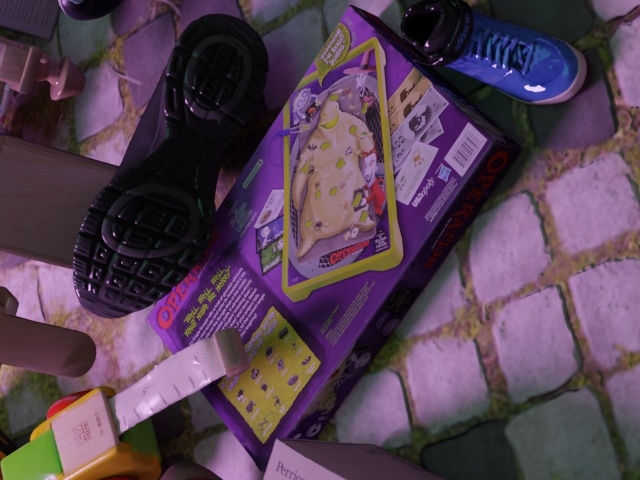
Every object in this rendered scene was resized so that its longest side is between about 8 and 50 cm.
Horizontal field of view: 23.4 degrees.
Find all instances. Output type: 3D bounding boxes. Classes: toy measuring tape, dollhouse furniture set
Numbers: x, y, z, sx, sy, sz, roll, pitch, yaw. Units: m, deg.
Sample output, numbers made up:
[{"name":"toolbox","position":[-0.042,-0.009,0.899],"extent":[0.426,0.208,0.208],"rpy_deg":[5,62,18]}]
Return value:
[{"name":"toy measuring tape","position":[-0.157,0.166,1.368],"extent":[0.330,0.121,0.121],"rpy_deg":[-33,62,31]},{"name":"dollhouse furniture set","position":[-0.300,-0.040,1.571],"extent":[0.355,0.174,0.303],"rpy_deg":[24,98,65]}]

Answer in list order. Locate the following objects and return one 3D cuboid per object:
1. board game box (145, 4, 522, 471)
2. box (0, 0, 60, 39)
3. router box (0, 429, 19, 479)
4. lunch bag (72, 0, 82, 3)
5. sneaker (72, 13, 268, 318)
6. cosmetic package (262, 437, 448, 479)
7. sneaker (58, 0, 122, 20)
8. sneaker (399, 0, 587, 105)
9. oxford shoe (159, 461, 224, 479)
[{"name":"board game box","position":[0.000,0.000,1.306],"extent":[0.208,0.056,0.347],"rpy_deg":[47,112,32]},{"name":"box","position":[-0.357,-0.323,1.630],"extent":[0.181,0.119,0.182],"rpy_deg":[20,95,41]},{"name":"router box","position":[-0.344,0.227,1.503],"extent":[0.179,0.133,0.046],"rpy_deg":[35,106,39]},{"name":"lunch bag","position":[-0.212,-0.383,1.374],"extent":[0.262,0.160,0.223],"rpy_deg":[-47,50,11]},{"name":"sneaker","position":[-0.133,-0.060,1.383],"extent":[0.286,0.109,0.130],"rpy_deg":[-62,10,-6]},{"name":"cosmetic package","position":[0.010,0.316,1.180],"extent":[0.153,0.129,0.296],"rpy_deg":[20,95,43]},{"name":"sneaker","position":[-0.232,-0.326,1.545],"extent":[0.097,0.084,0.234],"rpy_deg":[1,72,33]},{"name":"sneaker","position":[0.127,-0.148,1.195],"extent":[0.152,0.084,0.058],"rpy_deg":[29,101,40]},{"name":"oxford shoe","position":[-0.114,0.359,1.317],"extent":[0.130,0.123,0.348],"rpy_deg":[-144,63,-76]}]
